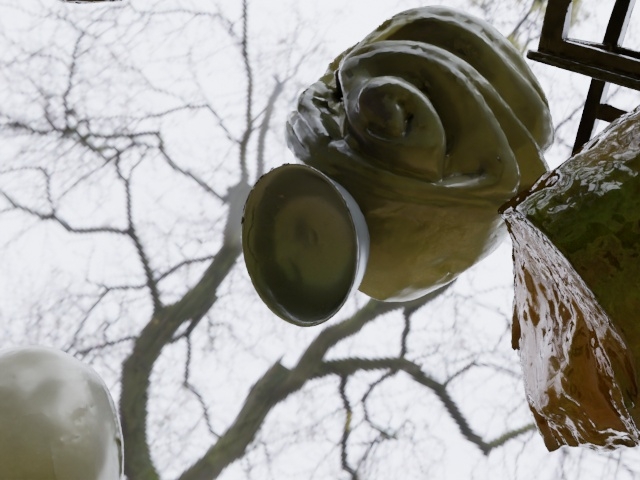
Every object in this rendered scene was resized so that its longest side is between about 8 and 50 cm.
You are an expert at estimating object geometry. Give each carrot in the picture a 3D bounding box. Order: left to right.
[{"bbox_3d":[0.281,0.022,1.009,0.340,0.241,0.241,-40,-80,5],"label":"carrot"}]

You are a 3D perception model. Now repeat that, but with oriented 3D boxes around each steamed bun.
[{"bbox_3d":[-0.274,0.204,0.984,0.145,0.232,0.232,8,-41,-36],"label":"steamed bun"},{"bbox_3d":[0.103,-0.132,1.444,0.352,0.339,0.247,-39,-39,12],"label":"steamed bun"}]

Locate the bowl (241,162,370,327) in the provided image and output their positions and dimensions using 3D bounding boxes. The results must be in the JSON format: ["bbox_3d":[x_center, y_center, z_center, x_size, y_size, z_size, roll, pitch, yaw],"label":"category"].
[{"bbox_3d":[0.000,0.000,1.334,0.189,0.086,0.189,8,-78,42],"label":"bowl"}]

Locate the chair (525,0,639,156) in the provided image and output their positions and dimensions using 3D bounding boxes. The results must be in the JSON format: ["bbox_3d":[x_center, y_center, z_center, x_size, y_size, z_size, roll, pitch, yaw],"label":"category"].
[{"bbox_3d":[0.363,-0.184,1.311,0.203,0.240,0.416,22,-73,28],"label":"chair"}]

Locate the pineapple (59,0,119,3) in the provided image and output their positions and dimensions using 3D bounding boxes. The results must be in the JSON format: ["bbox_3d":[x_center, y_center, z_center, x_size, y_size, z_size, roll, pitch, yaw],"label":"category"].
[{"bbox_3d":[-0.152,-0.338,0.999,0.202,0.362,0.202,4,-62,8],"label":"pineapple"}]
